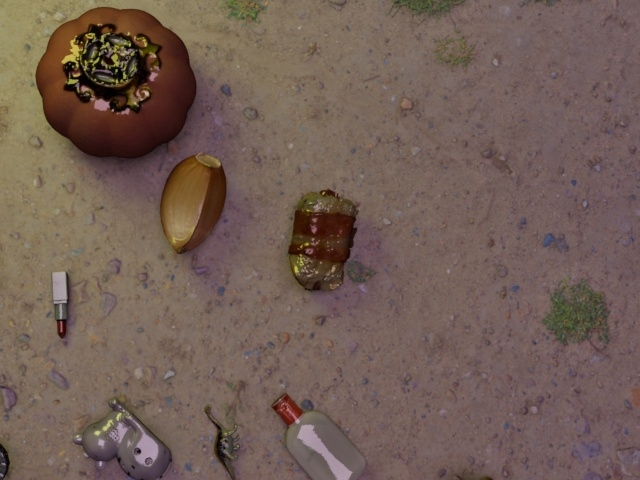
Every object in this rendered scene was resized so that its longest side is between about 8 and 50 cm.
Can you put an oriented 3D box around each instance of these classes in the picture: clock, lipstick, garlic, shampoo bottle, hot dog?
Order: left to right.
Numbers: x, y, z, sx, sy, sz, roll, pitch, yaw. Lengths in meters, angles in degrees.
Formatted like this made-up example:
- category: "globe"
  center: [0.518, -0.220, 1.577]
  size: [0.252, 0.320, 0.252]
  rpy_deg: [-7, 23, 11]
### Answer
- category: "lipstick"
  center: [-0.506, 0.127, 1.574]
  size: [0.030, 0.030, 0.129]
  rpy_deg: [-4, 82, -11]
- category: "clock"
  center: [-0.371, 0.397, 1.529]
  size: [0.176, 0.080, 0.117]
  rpy_deg: [44, 76, 0]
- category: "garlic"
  center: [-0.252, -0.066, 1.615]
  size: [0.115, 0.128, 0.206]
  rpy_deg: [23, 77, -51]
- category: "shampoo bottle"
  center: [-0.012, 0.399, 1.609]
  size: [0.108, 0.051, 0.221]
  rpy_deg: [-41, 90, -11]
- category: "hot dog"
  center: [0.000, 0.000, 1.657]
  size: [0.146, 0.103, 0.213]
  rpy_deg: [18, 87, -29]

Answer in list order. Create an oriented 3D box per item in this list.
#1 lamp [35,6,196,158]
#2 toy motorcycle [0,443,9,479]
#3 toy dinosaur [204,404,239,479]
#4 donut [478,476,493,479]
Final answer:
- category: "lamp"
  center: [-0.392, -0.310, 1.557]
  size: [0.305, 0.239, 0.305]
  rpy_deg: [1, 82, -10]
- category: "toy motorcycle"
  center: [-0.681, 0.485, 1.445]
  size: [0.171, 0.089, 0.298]
  rpy_deg: [25, 86, -8]
- category: "toy dinosaur"
  center: [-0.179, 0.407, 1.587]
  size: [0.058, 0.037, 0.180]
  rpy_deg: [-18, 77, 11]
- category: "donut"
  center: [0.329, 0.629, 1.529]
  size: [0.160, 0.330, 0.330]
  rpy_deg: [-29, 87, 15]
